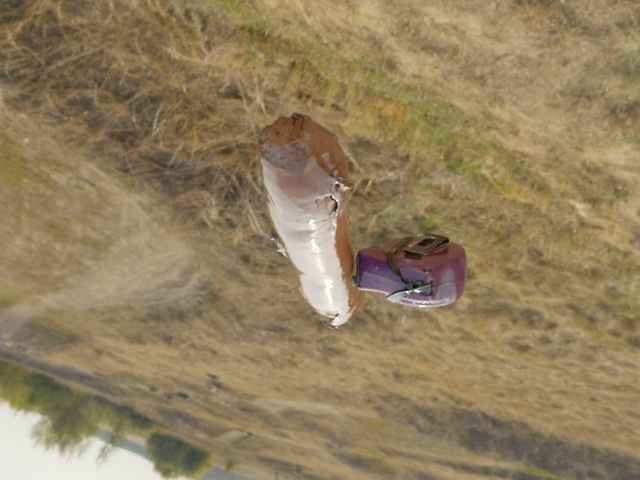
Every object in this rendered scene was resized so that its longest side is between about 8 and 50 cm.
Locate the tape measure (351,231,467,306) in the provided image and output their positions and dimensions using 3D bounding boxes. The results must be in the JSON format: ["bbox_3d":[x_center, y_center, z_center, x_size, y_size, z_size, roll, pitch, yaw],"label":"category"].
[{"bbox_3d":[0.118,0.036,0.776,0.118,0.074,0.125,13,-157,38],"label":"tape measure"}]

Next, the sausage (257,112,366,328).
[{"bbox_3d":[0.000,0.000,0.735,0.094,0.094,0.419,33,162,20],"label":"sausage"}]
